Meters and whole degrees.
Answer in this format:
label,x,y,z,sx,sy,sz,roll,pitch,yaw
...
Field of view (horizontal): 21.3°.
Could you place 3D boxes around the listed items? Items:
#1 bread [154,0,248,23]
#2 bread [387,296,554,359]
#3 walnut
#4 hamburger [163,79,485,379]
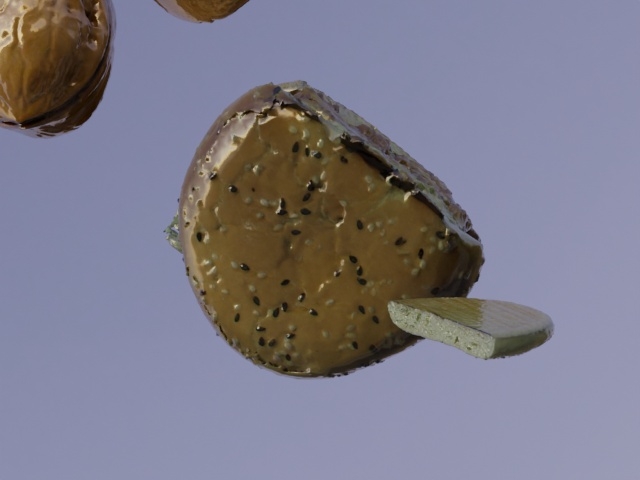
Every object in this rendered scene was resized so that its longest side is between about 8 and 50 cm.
label,x,y,z,sx,sy,sz,roll,pitch,yaw
bread,-0.067,-0.220,1.123,0.149,0.122,0.073,-46,-49,3
bread,0.156,0.082,1.601,0.112,0.193,0.036,-5,-79,-27
walnut,-0.245,-0.173,1.488,0.144,0.180,0.144,-1,-27,-1
hamburger,0.000,0.000,1.799,0.318,0.195,0.277,35,-72,2
